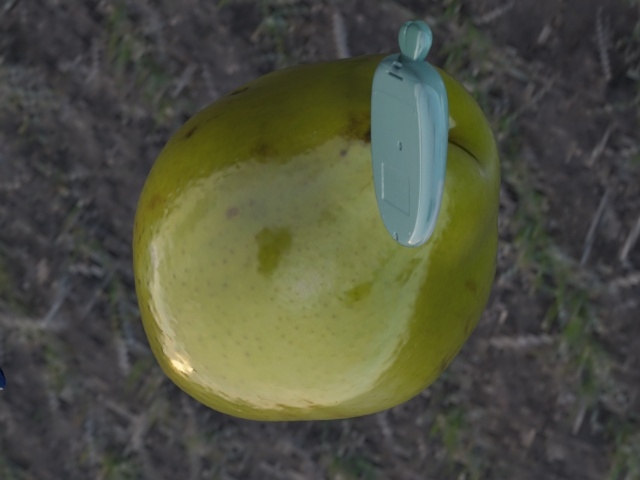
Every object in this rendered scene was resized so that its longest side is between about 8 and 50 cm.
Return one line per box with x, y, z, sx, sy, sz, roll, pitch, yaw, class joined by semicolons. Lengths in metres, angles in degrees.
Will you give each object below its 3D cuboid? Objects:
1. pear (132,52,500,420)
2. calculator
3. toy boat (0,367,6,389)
0.000;0.000;1.835;0.362;0.362;0.418;36;127;-6;pear
0.058;-0.070;1.228;0.021;0.095;0.153;-8;110;-21;calculator
-0.335;0.102;1.323;0.210;0.070;0.291;33;140;1;toy boat
